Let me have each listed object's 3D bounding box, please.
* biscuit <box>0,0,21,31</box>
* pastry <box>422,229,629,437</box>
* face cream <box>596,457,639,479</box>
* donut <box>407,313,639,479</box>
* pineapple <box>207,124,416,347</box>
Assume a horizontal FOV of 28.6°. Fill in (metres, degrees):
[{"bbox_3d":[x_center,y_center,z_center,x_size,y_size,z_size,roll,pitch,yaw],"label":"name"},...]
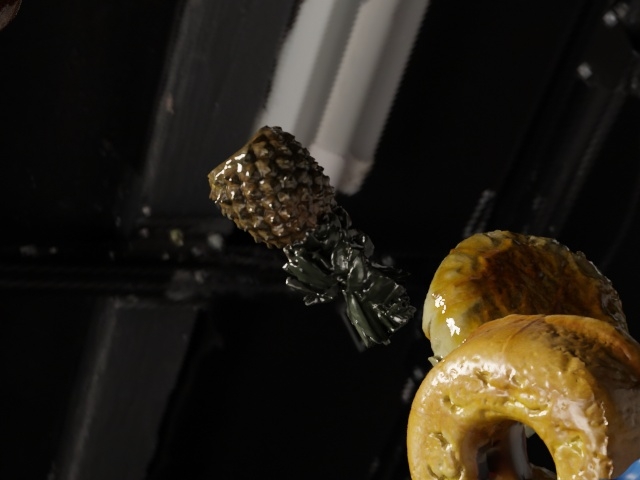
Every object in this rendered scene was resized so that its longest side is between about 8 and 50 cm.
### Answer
[{"bbox_3d":[-0.338,-0.219,1.016,0.192,0.192,0.049,-5,-35,-20],"label":"biscuit"},{"bbox_3d":[0.228,0.102,1.418,0.257,0.236,0.121,-15,-34,-33],"label":"pastry"},{"bbox_3d":[0.198,0.203,0.721,0.264,0.149,0.083,-24,-7,-6],"label":"face cream"},{"bbox_3d":[0.176,0.170,0.999,0.114,0.226,0.226,-15,-40,-51],"label":"donut"},{"bbox_3d":[0.000,0.000,0.820,0.074,0.074,0.159,-41,-89,13],"label":"pineapple"}]
